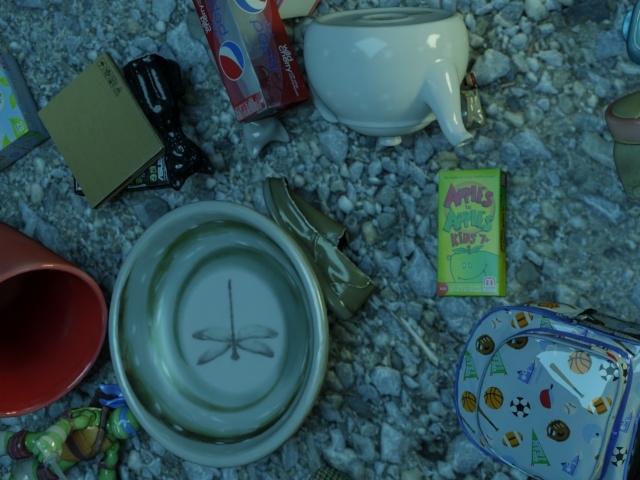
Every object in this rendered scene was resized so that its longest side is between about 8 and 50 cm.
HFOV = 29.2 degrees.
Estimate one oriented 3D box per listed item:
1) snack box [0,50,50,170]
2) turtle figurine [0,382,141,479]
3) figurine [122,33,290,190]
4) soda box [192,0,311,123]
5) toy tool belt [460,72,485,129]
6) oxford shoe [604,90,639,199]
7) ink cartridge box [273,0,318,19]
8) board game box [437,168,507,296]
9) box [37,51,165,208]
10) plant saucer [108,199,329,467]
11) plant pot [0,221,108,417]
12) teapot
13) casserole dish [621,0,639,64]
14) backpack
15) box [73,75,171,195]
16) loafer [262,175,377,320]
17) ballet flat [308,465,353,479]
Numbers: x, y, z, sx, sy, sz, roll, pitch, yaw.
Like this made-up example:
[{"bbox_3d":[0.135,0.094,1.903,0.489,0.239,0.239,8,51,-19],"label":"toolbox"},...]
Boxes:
[{"bbox_3d":[-0.592,-0.203,2.119,0.207,0.070,0.174,-32,74,16],"label":"snack box"},{"bbox_3d":[-0.408,0.369,1.929,0.266,0.198,0.275,-15,77,25],"label":"turtle figurine"},{"bbox_3d":[-0.172,-0.208,1.915,0.215,0.092,0.209,-21,85,0],"label":"figurine"},{"bbox_3d":[-0.113,-0.314,1.839,0.083,0.092,0.263,-20,89,50],"label":"soda box"},{"bbox_3d":[0.207,-0.199,1.785,0.051,0.052,0.083,-14,80,13],"label":"toy tool belt"},{"bbox_3d":[0.580,-0.139,1.600,0.397,0.140,0.146,-5,117,17],"label":"oxford shoe"},{"bbox_3d":[-0.072,-0.469,1.872,0.218,0.092,0.158,56,137,19],"label":"ink cartridge box"},{"bbox_3d":[0.219,-0.010,1.769,0.092,0.043,0.181,-1,86,24],"label":"board game box"},{"bbox_3d":[-0.357,-0.179,1.995,0.164,0.021,0.201,-38,74,18],"label":"box"},{"bbox_3d":[-0.142,0.139,1.866,0.400,0.100,0.400,1,91,31],"label":"plant saucer"},{"bbox_3d":[-0.509,0.103,1.952,0.243,0.275,0.275,40,103,45],"label":"plant pot"},{"bbox_3d":[0.092,-0.229,1.757,0.252,0.256,0.187,0,109,7],"label":"teapot"},{"bbox_3d":[0.503,-0.287,1.673,0.188,0.037,0.114,12,91,23],"label":"casserole dish"},{"bbox_3d":[0.311,0.205,1.635,0.263,0.213,0.277,19,97,34],"label":"backpack"},{"bbox_3d":[-0.323,-0.174,2.016,0.184,0.045,0.191,-6,84,25],"label":"box"},{"bbox_3d":[0.000,0.000,1.847,0.087,0.094,0.251,-33,79,3],"label":"loafer"},{"bbox_3d":[-0.109,0.526,1.828,0.483,0.164,0.182,-47,49,7],"label":"ballet flat"}]
